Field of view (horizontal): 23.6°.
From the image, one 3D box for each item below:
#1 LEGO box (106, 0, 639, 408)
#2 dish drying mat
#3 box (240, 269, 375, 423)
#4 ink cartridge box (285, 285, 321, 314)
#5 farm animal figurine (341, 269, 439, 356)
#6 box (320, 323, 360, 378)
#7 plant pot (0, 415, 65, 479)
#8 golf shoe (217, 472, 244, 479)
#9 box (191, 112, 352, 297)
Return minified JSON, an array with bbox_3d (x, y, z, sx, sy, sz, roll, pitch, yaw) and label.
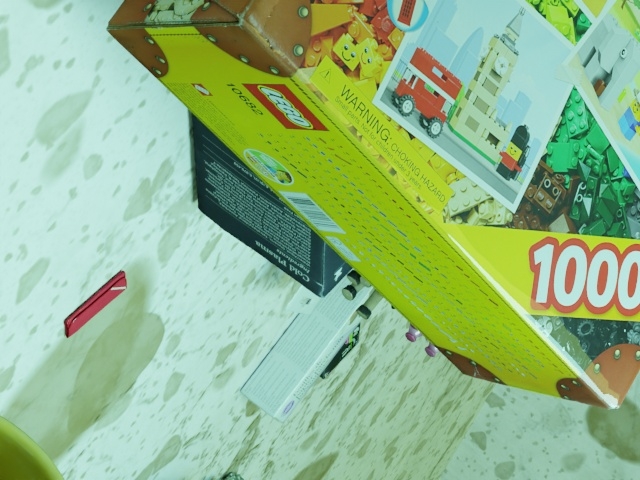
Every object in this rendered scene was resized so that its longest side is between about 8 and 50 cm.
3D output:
[{"bbox_3d":[0.134,-0.156,1.262,0.500,0.193,0.372,43,70,-33],"label":"LEGO box"},{"bbox_3d":[-0.226,0.065,1.551,0.083,0.008,0.032,-44,160,-29],"label":"dish drying mat"},{"bbox_3d":[0.015,0.106,2.140,0.324,0.067,0.063,-53,162,-5],"label":"box"},{"bbox_3d":[0.000,0.000,1.912,0.181,0.062,0.104,-57,161,5],"label":"ink cartridge box"},{"bbox_3d":[0.153,-0.014,1.842,0.172,0.330,0.326,-47,129,-24],"label":"farm animal figurine"},{"bbox_3d":[0.012,0.147,2.226,0.083,0.052,0.062,-44,158,-25],"label":"box"},{"bbox_3d":[-0.361,0.293,1.293,0.254,0.254,0.239,-33,169,-48],"label":"plant pot"},{"bbox_3d":[-0.151,0.395,2.281,0.086,0.069,0.176,-37,162,13],"label":"golf shoe"},{"bbox_3d":[0.045,-0.174,1.522,0.343,0.179,0.312,-45,158,-26],"label":"box"}]
